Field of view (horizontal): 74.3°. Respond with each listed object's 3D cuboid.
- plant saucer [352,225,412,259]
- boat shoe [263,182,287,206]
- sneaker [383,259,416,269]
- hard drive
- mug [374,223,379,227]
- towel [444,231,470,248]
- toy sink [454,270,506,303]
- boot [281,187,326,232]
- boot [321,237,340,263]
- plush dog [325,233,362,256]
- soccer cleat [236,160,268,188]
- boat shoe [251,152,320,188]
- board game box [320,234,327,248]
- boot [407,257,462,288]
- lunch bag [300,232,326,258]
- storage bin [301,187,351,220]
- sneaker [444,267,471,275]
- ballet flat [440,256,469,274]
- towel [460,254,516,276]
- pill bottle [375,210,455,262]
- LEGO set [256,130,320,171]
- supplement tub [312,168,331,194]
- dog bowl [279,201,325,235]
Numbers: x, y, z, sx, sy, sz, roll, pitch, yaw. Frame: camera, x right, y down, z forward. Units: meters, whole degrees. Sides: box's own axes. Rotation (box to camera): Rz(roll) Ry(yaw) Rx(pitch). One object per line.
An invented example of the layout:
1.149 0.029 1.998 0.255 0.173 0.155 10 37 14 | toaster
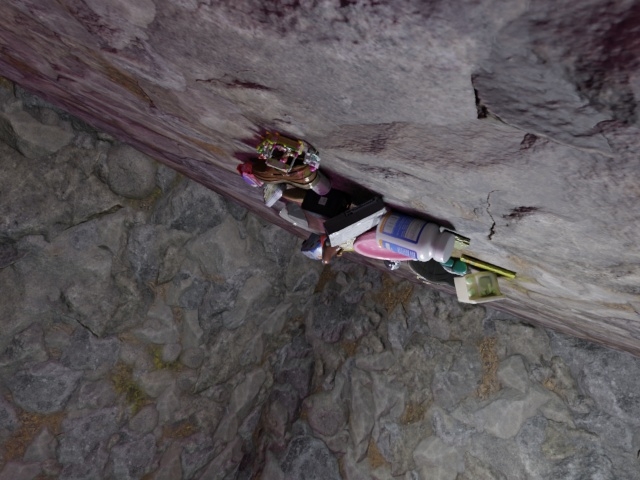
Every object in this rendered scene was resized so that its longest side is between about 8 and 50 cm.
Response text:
0.317 0.011 1.940 0.332 0.084 0.332 7 164 2 | plant saucer
-0.244 -0.252 2.145 0.094 0.109 0.302 40 162 -10 | boat shoe
0.413 0.085 2.175 0.268 0.101 0.153 23 133 47 | sneaker
0.132 -0.066 1.689 0.064 0.236 0.339 63 178 9 | hard drive
0.288 -0.057 1.994 0.064 0.078 0.062 14 140 7 | mug
0.526 0.000 1.668 0.110 0.027 0.148 22 173 8 | towel
0.743 0.215 1.984 0.152 0.131 0.234 -10 175 2 | toy sink
-0.066 -0.136 2.013 0.248 0.090 0.207 15 135 18 | boot
0.165 0.041 2.191 0.280 0.264 0.096 18 150 18 | boot
0.121 -0.059 2.066 0.262 0.211 0.225 22 150 20 | plush dog
-0.281 -0.294 1.821 0.116 0.109 0.318 30 174 -23 | soccer cleat
-0.141 -0.272 1.533 0.307 0.111 0.104 11 151 33 | boat shoe
0.164 0.014 2.392 0.316 0.064 0.242 -2 172 2 | board game box
0.600 0.165 2.336 0.377 0.138 0.284 18 175 -14 | boot
0.000 0.000 2.702 0.115 0.243 0.303 39 168 -18 | lunch bag
0.024 -0.154 1.769 0.180 0.122 0.084 20 173 33 | storage bin
0.700 0.150 2.185 0.152 0.054 0.061 23 177 4 | sneaker
0.658 0.124 2.030 0.074 0.074 0.203 26 -178 -25 | ballet flat
0.745 0.116 1.889 0.237 0.021 0.102 20 179 19 | towel
0.363 -0.009 1.613 0.272 0.152 0.152 20 173 31 | pill bottle
-0.146 -0.281 1.389 0.287 0.107 0.132 19 172 35 | LEGO set
-0.011 -0.220 1.576 0.071 0.071 0.107 19 172 34 | supplement tub
-0.061 -0.127 2.432 0.348 0.102 0.349 24 174 3 | dog bowl
